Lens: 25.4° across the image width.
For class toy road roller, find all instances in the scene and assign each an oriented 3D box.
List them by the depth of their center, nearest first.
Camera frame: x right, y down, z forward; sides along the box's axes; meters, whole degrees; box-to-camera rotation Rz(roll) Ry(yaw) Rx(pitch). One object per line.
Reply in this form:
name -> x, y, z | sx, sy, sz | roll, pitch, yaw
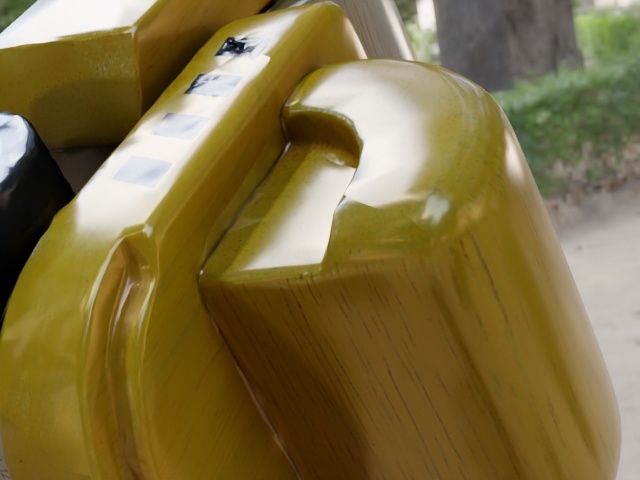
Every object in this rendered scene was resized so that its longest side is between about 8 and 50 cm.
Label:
toy road roller -> 0.000, 0.000, 0.531 | 0.240, 0.202, 0.329 | -4, 36, 33
